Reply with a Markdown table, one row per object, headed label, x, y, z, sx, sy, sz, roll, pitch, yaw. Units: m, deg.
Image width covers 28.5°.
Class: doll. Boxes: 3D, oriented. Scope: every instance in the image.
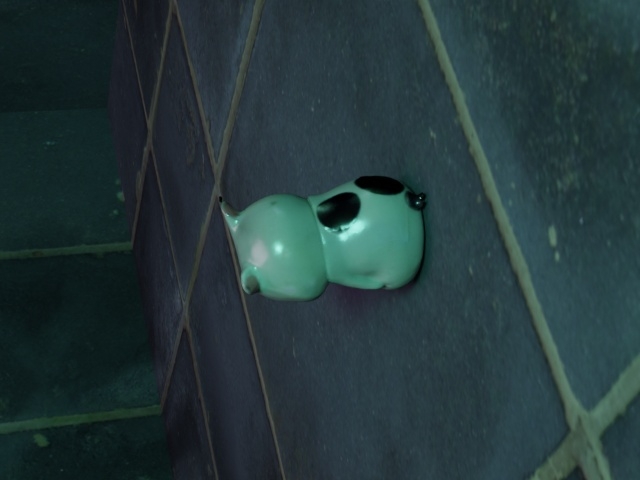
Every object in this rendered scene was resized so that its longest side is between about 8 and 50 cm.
| label | x | y | z | sx | sy | sz | roll | pitch | yaw |
| --- | --- | --- | --- | --- | --- | --- | --- | --- | --- |
| doll | 0.007 | 0.000 | 1.165 | 0.107 | 0.180 | 0.110 | 88 | 167 | -56 |
